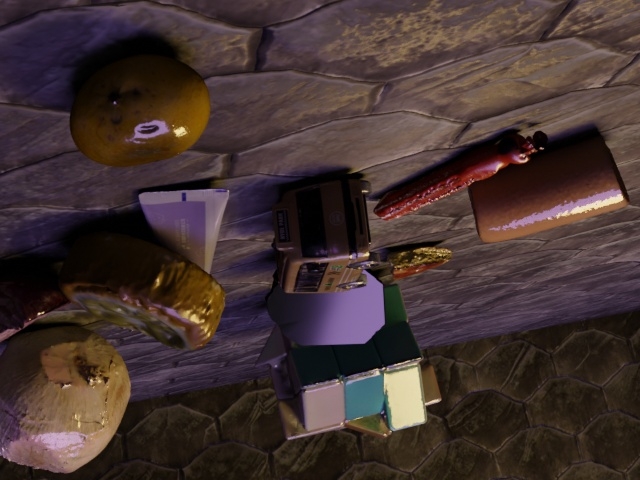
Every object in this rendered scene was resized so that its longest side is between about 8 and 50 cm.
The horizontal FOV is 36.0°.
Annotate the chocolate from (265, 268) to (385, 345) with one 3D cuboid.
[{"bbox_3d":[0.009,0.069,1.908,0.224,0.206,0.177,-3,-149,3],"label":"chocolate"}]

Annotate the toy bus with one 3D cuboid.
[{"bbox_3d":[0.000,0.000,1.563,0.157,0.139,0.289,-5,169,-6],"label":"toy bus"}]

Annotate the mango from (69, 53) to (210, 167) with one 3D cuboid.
[{"bbox_3d":[-0.187,-0.123,1.009,0.137,0.098,0.195,-11,171,-20],"label":"mango"}]

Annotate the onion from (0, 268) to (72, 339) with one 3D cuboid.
[{"bbox_3d":[-0.514,0.102,1.623,0.250,0.111,0.247,-29,-176,23],"label":"onion"}]

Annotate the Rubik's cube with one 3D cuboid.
[{"bbox_3d":[0.052,0.280,2.228,0.387,0.358,0.368,-11,166,-8],"label":"Rubik's cube"}]

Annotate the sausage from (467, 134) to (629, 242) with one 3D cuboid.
[{"bbox_3d":[0.353,-0.075,1.578,0.253,0.123,0.123,-19,164,22],"label":"sausage"}]

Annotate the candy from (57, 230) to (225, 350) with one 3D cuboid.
[{"bbox_3d":[-0.275,0.081,1.517,0.260,0.118,0.260,16,157,7],"label":"candy"}]

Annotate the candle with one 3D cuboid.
[{"bbox_3d":[0.203,-0.098,1.528,0.051,0.048,0.329,44,137,-21],"label":"candle"}]

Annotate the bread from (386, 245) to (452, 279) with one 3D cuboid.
[{"bbox_3d":[0.206,0.039,2.043,0.136,0.054,0.154,-12,171,6],"label":"bread"}]

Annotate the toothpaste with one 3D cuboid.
[{"bbox_3d":[-0.209,0.003,1.530,0.125,0.080,0.371,-3,161,-8],"label":"toothpaste"}]

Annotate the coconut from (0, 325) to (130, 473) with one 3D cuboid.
[{"bbox_3d":[-0.543,0.316,2.039,0.297,0.297,0.254,-7,148,-20],"label":"coconut"}]
